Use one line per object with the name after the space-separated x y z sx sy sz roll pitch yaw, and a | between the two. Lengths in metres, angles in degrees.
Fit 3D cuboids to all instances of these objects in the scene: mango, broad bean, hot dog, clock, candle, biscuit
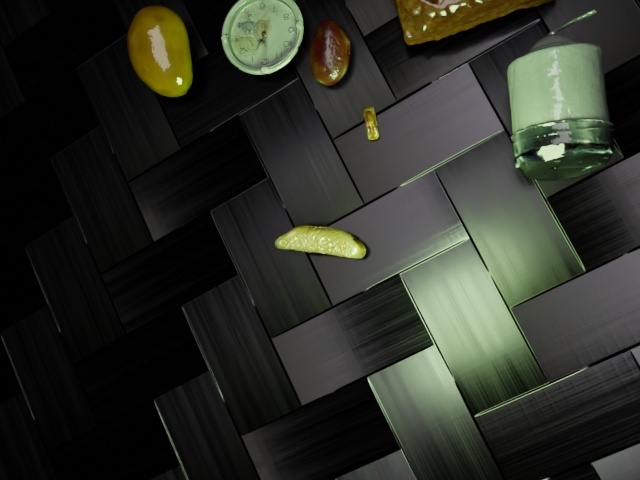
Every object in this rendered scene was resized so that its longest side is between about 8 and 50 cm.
-0.452 -0.526 1.787 0.175 0.139 0.254 -7 92 22 | mango
0.023 -0.493 1.681 0.114 0.084 0.165 16 99 32 | broad bean
0.000 0.000 1.667 0.242 0.084 0.073 7 86 16 | hot dog
0.131 -0.308 1.665 0.030 0.034 0.090 -12 86 16 | hot dog
-0.154 -0.565 1.746 0.236 0.053 0.236 -1 88 13 | clock
0.541 -0.324 1.458 0.221 0.221 0.342 -6 83 16 | candle
0.348 -0.696 1.551 0.395 0.166 0.342 -16 86 14 | biscuit
